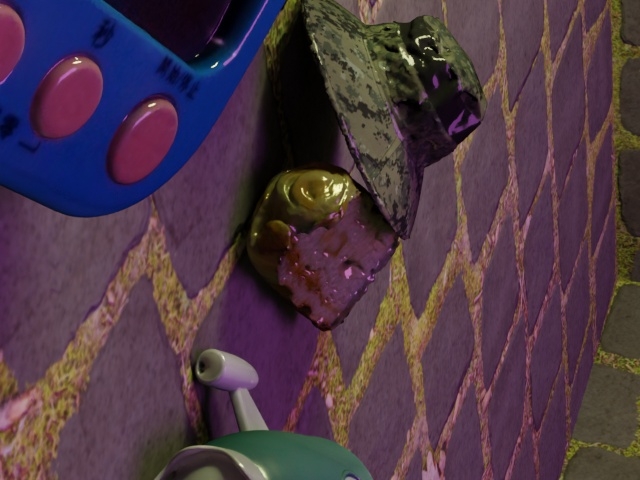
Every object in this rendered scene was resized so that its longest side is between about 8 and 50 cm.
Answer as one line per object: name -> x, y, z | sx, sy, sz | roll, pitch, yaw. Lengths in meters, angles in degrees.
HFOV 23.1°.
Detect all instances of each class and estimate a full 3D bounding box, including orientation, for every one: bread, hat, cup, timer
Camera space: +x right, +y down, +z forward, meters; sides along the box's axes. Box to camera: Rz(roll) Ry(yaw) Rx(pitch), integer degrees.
bread -> 0.000, 0.000, 1.479 | 0.128, 0.088, 0.232 | -43, 155, -1
hat -> 0.085, -0.142, 1.494 | 0.265, 0.128, 0.265 | -24, 90, -81
cup -> -0.059, 0.234, 1.312 | 0.173, 0.168, 0.299 | 24, 48, -60
timer -> -0.132, -0.179, 0.906 | 0.309, 0.115, 0.340 | -60, 155, -1
